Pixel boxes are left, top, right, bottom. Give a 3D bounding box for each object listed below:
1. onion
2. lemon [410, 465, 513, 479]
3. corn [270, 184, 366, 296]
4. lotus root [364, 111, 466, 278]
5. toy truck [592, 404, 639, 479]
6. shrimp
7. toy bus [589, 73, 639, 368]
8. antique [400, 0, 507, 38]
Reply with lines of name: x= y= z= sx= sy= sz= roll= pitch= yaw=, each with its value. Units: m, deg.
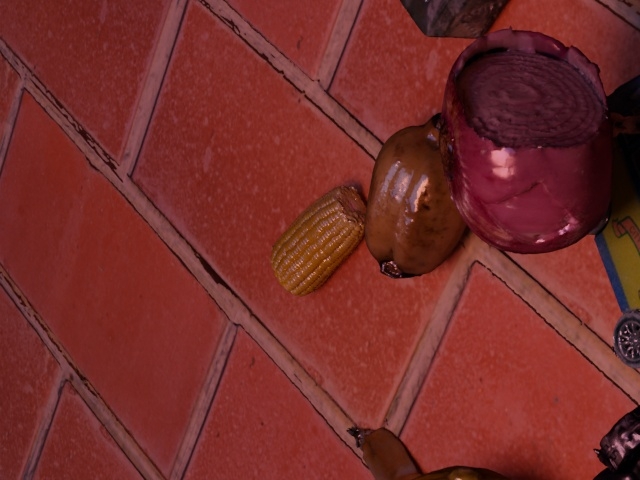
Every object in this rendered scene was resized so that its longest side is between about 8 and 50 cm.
onion: x=0.191 y=-0.082 z=1.649 sx=0.207 sy=0.200 sz=0.200 roll=45 pitch=126 yaw=30
lemon: x=0.149 y=0.391 z=1.900 sx=0.245 sy=0.245 sz=0.320 roll=22 pitch=115 yaw=48
corn: x=0.000 y=0.000 z=2.200 sx=0.165 sy=0.063 sz=0.085 roll=-43 pitch=50 yaw=41
lotus root: x=0.117 y=-0.060 z=2.014 sx=0.125 sy=0.118 sz=0.221 roll=22 pitch=109 yaw=14
toy truck: x=0.362 y=0.234 z=1.656 sx=0.161 sy=0.177 sz=0.213 roll=48 pitch=149 yaw=29
shrimp: x=0.063 y=0.360 z=2.098 sx=0.185 sy=0.068 sz=0.287 roll=1 pitch=71 yaw=38
toy bus: x=0.363 y=-0.012 z=1.685 sx=0.190 sy=0.152 sz=0.312 roll=-39 pitch=62 yaw=48
antique: x=0.133 y=-0.312 z=2.000 sx=0.183 sy=0.086 sz=0.088 roll=58 pitch=134 yaw=31
